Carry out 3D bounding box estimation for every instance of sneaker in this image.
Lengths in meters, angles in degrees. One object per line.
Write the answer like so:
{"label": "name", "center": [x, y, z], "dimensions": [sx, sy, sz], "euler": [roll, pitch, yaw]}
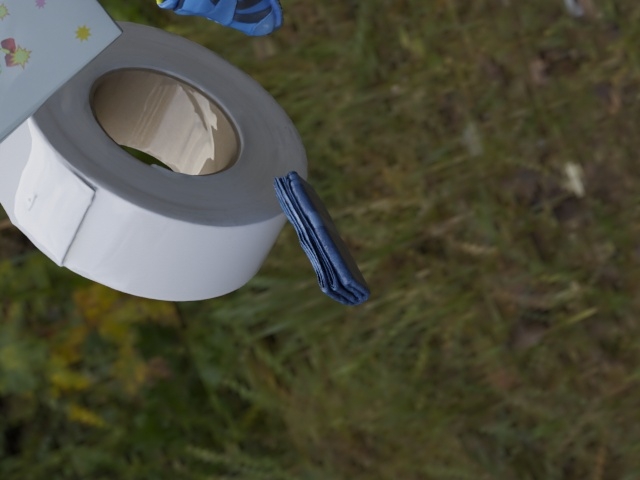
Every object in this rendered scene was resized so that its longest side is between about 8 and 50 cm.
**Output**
{"label": "sneaker", "center": [-0.079, -0.188, 1.370], "dimensions": [0.069, 0.082, 0.209], "euler": [62, 180, 14]}

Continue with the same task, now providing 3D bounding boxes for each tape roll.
{"label": "tape roll", "center": [-0.159, -0.076, 1.776], "dimensions": [0.286, 0.286, 0.100], "euler": [50, 130, 25]}

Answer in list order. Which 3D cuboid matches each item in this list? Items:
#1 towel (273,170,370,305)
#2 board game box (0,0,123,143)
{"label": "towel", "center": [0.000, 0.000, 1.644], "dimensions": [0.119, 0.029, 0.067], "euler": [61, -170, 24]}
{"label": "board game box", "center": [-0.239, -0.192, 0.853], "dimensions": [0.303, 0.097, 0.224], "euler": [50, 174, -25]}
